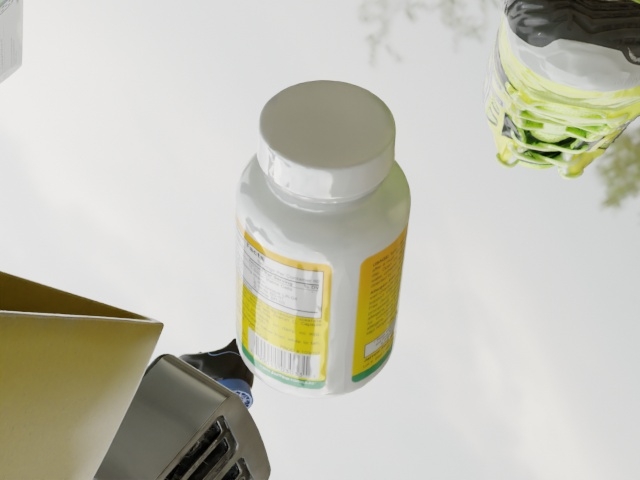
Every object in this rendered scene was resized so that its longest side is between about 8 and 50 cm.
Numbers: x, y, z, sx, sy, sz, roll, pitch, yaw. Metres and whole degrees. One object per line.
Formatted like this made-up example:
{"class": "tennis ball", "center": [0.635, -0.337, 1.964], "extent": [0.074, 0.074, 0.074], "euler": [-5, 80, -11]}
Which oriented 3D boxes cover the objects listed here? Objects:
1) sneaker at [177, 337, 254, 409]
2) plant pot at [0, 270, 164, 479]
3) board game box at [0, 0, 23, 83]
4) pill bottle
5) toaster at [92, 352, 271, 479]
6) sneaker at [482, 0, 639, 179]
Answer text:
{"class": "sneaker", "center": [-0.186, 0.199, 1.821], "extent": [0.081, 0.232, 0.090], "euler": [50, -152, -44]}
{"class": "plant pot", "center": [-0.209, 0.087, 0.510], "extent": [0.212, 0.212, 0.187], "euler": [23, -97, -77]}
{"class": "board game box", "center": [-0.327, -0.248, 0.973], "extent": [0.305, 0.053, 0.193], "euler": [45, 162, 1]}
{"class": "pill bottle", "center": [0.000, 0.000, 0.948], "extent": [0.208, 0.117, 0.117], "euler": [92, 169, -45]}
{"class": "toaster", "center": [-0.146, 0.221, 1.403], "extent": [0.110, 0.185, 0.168], "euler": [25, 149, 31]}
{"class": "sneaker", "center": [0.185, -0.112, 0.994], "extent": [0.385, 0.145, 0.147], "euler": [-38, -40, -78]}
